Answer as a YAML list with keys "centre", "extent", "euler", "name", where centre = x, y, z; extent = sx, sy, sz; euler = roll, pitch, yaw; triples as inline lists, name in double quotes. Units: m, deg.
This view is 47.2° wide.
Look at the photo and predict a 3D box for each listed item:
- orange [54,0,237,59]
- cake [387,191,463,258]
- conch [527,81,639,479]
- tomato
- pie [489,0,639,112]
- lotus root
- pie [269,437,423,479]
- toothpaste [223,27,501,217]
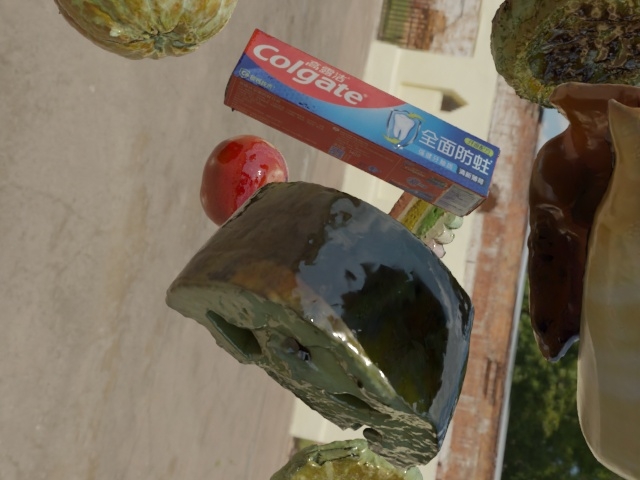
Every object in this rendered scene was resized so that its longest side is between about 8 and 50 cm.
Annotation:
- centre: [-0.297, -0.447, 1.260]
  extent: [0.329, 0.329, 0.249]
  euler: [65, 11, -81]
  name: "orange"
- centre: [0.182, -0.047, 1.243]
  extent: [0.090, 0.109, 0.225]
  euler: [1, 122, -57]
  name: "cake"
- centre: [0.203, 0.028, 0.418]
  extent: [0.158, 0.127, 0.255]
  euler: [-119, -165, -58]
  name: "conch"
- centre: [-0.143, -0.106, 1.416]
  extent: [0.195, 0.136, 0.195]
  euler: [-35, 138, -40]
  name: "tomato"
- centre: [0.442, -0.334, 1.199]
  extent: [0.288, 0.355, 0.103]
  euler: [-31, -138, 49]
  name: "pie"
- centre: [0.021, 0.059, 0.517]
  extent: [0.138, 0.235, 0.119]
  euler: [-16, -141, 52]
  name: "lotus root"
- centre: [0.038, 0.468, 1.377]
  extent: [0.071, 0.306, 0.306]
  euler: [-103, -164, -55]
  name: "pie"
- centre: [0.049, -0.132, 0.851]
  extent: [0.066, 0.320, 0.076]
  euler: [129, -16, -61]
  name: "toothpaste"
